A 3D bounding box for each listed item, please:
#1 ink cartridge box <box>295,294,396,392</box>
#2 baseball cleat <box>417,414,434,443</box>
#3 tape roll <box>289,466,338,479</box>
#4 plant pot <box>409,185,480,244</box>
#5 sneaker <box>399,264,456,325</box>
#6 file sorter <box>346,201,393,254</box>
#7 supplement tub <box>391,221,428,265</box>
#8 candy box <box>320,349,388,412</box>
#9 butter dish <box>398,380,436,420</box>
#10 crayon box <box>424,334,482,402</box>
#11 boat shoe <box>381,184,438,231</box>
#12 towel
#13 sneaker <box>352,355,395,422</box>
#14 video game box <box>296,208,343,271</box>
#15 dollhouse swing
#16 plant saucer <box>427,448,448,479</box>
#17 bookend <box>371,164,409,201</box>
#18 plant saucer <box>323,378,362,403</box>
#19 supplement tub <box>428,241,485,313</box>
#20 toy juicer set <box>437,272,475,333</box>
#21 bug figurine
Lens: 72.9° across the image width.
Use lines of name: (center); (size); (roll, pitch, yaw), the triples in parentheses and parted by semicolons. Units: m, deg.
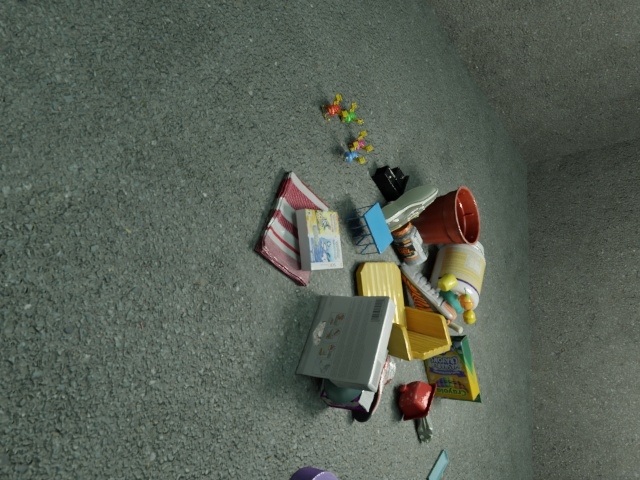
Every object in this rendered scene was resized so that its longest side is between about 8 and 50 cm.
ink cartridge box: (0.086, 0.318, 1.394); (0.066, 0.261, 0.296); (52, 47, -41)
baseball cleat: (0.455, 0.764, 1.875); (0.109, 0.072, 0.205); (-34, 118, -63)
tape roll: (-0.024, 0.789, 1.297); (0.189, 0.080, 0.188); (15, 70, -47)
plant pot: (0.568, -0.096, 2.038); (0.272, 0.265, 0.272); (13, 73, -48)
sneaker: (0.423, 0.271, 1.905); (0.321, 0.180, 0.125); (50, 30, 18)
file sorter: (0.190, -0.042, 1.707); (0.118, 0.105, 0.170); (-42, 115, -46)
supplement tub: (0.392, 0.010, 1.924); (0.190, 0.117, 0.117); (57, 45, -24)
candy box: (0.120, 0.453, 1.476); (0.071, 0.159, 0.233); (54, 45, -29)
butter dish: (0.376, 0.636, 1.772); (0.118, 0.160, 0.160); (41, 50, -7)
crayon box: (0.589, 0.595, 1.963); (0.083, 0.203, 0.322); (-20, 98, -49)
boat shoe: (0.378, -0.138, 1.871); (0.305, 0.109, 0.091); (-30, 129, -11)
towel: (-0.077, -0.043, 1.446); (0.237, 0.037, 0.328); (42, 52, -37)
sneaker: (0.210, 0.546, 1.615); (0.145, 0.090, 0.269); (42, 60, -51)
video game box: (0.000, 0.000, 1.474); (0.187, 0.048, 0.205); (1, 82, -56)
dollhouse swing: (0.328, 0.254, 1.685); (0.347, 0.315, 0.304); (4, 94, -49)
plant saucer: (0.527, 1.024, 1.944); (0.192, 0.018, 0.067); (-28, 104, -50)
bookend: (0.314, -0.283, 1.929); (0.156, 0.072, 0.157); (50, 47, -30)
plant saucer: (0.074, 0.425, 1.402); (0.037, 0.195, 0.194); (41, 53, -32)
supplement tub: (0.672, 0.163, 2.124); (0.241, 0.241, 0.331); (51, 48, -30)
toy juicer set: (0.609, 0.299, 1.940); (0.090, 0.209, 0.329); (-34, 145, -21)
bug figurine: (0.111, -0.433, 1.722); (0.216, 0.072, 0.278); (-29, 100, -55)
